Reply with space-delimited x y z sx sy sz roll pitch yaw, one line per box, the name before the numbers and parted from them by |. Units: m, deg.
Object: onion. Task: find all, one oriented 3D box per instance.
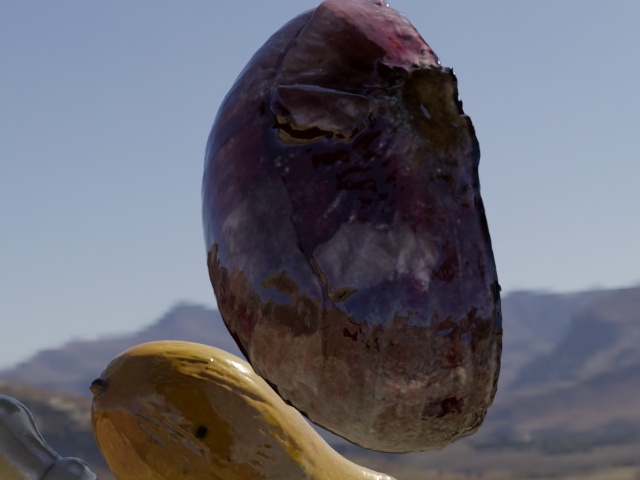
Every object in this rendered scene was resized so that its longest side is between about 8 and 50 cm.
onion | 0.000 0.000 0.748 0.098 0.206 0.151 -2 -42 -18

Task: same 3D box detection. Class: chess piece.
chess piece | -0.098 0.048 0.468 0.092 0.035 0.035 25 7 20

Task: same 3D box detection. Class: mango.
mango | -0.038 0.118 0.909 0.190 0.098 0.075 36 -27 -22
